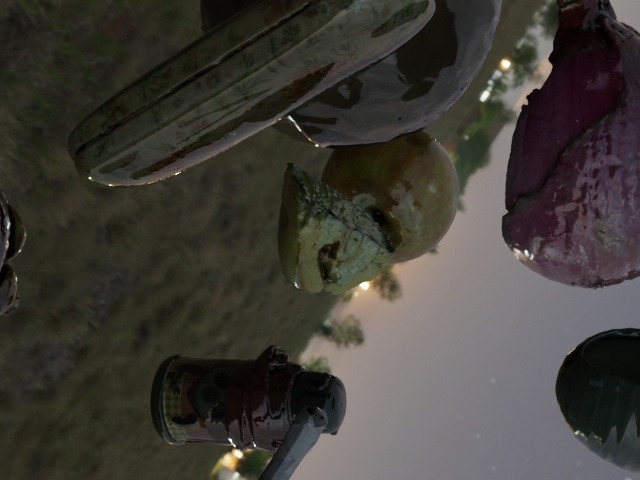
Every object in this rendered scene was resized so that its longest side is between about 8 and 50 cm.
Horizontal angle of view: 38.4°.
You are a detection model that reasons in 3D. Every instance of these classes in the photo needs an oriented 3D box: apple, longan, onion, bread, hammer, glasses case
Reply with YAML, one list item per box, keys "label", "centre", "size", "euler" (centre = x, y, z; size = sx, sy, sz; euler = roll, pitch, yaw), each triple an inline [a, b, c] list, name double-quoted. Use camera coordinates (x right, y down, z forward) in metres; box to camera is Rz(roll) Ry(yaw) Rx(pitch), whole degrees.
- label: "apple"
  centre: [0.131, -0.097, 1.724]
  size: [0.264, 0.264, 0.264]
  euler: [-55, 177, -5]
- label: "longan"
  centre: [0.033, -0.311, 1.178]
  size: [0.391, 0.391, 0.391]
  euler: [-55, 177, -5]
- label: "onion"
  centre: [0.327, -0.111, 0.971]
  size: [0.267, 0.159, 0.348]
  euler: [-31, 124, -32]
- label: "bread"
  centre: [-0.005, -0.002, 1.029]
  size: [0.110, 0.156, 0.103]
  euler: [-43, -149, 20]
- label: "hammer"
  centre: [-0.115, 0.377, 1.068]
  size: [0.427, 0.044, 0.152]
  euler: [-56, 144, -6]
- label: "glasses case"
  centre: [-0.080, -0.158, 0.918]
  size: [0.425, 0.098, 0.156]
  euler: [-25, 174, 32]

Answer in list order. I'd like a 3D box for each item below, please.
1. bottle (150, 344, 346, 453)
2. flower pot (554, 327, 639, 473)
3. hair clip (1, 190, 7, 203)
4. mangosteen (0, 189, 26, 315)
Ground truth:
- label: "bottle"
  centre: [-0.097, 0.222, 1.314]
  size: [0.143, 0.271, 0.156]
  euler: [-61, 145, -59]
- label: "flower pot"
  centre: [0.431, 0.214, 1.208]
  size: [0.189, 0.243, 0.157]
  euler: [-55, 158, -47]
- label: "hair clip"
  centre: [-0.575, -0.032, 1.498]
  size: [0.140, 0.054, 0.220]
  euler: [-26, -150, -9]
- label: "mangosteen"
  centre: [-0.375, 0.007, 0.886]
  size: [0.194, 0.194, 0.230]
  euler: [-55, 148, -5]
